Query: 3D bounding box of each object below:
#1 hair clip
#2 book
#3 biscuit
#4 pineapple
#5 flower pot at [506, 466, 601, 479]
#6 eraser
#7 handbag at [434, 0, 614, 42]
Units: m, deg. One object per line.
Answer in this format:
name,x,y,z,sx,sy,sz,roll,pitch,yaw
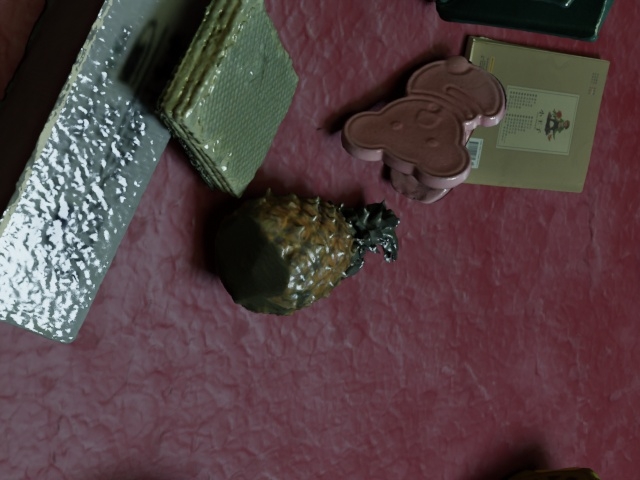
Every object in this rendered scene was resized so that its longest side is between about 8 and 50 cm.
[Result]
hair clip,0.101,-0.107,1.446,0.138,0.123,0.102,-60,161,-1
book,0.201,-0.119,1.583,0.198,0.016,0.138,3,102,-41
biscuit,-0.067,-0.114,1.276,0.121,0.040,0.199,-65,165,-10
pineapple,0.000,0.000,1.405,0.197,0.108,0.108,-16,115,-47
flower pot,0.248,0.337,1.673,0.195,0.195,0.179,-26,108,-32
eraser,-0.171,-0.103,1.233,0.111,0.077,0.352,27,86,-42
handbag,0.232,-0.319,1.398,0.326,0.238,0.089,-52,126,-15
